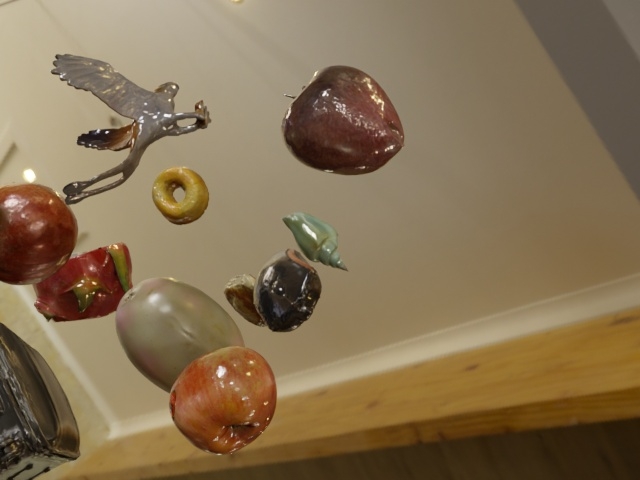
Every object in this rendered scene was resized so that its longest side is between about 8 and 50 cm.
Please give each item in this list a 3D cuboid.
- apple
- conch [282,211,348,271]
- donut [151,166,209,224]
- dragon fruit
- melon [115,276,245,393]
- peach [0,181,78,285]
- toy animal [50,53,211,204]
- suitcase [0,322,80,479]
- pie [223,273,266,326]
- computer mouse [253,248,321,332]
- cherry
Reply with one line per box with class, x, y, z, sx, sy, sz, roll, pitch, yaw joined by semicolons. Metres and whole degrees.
apple;-0.180;0.301;1.597;0.209;0.209;0.164;105;-34;-47
conch;-0.002;-0.001;1.761;0.180;0.088;0.065;44;-12;13
donut;-0.356;-0.116;2.139;0.152;0.152;0.058;42;0;17
dragon fruit;-0.628;0.128;2.263;0.290;0.290;0.189;-17;-92;53
melon;-0.299;0.217;1.845;0.223;0.223;0.317;-6;-44;50
peach;-0.664;-0.018;1.841;0.232;0.256;0.233;13;-71;41
toy animal;-0.353;-0.212;1.636;0.225;0.301;0.284;94;-19;-49
suitcase;-0.587;0.309;1.582;0.283;0.194;0.434;60;-15;12
pie;-0.189;0.174;2.479;0.179;0.084;0.205;40;-37;-24
computer mouse;-0.094;0.115;2.101;0.116;0.183;0.323;31;3;-18
cherry;0.053;-0.264;1.925;0.307;0.261;0.221;26;-32;16
